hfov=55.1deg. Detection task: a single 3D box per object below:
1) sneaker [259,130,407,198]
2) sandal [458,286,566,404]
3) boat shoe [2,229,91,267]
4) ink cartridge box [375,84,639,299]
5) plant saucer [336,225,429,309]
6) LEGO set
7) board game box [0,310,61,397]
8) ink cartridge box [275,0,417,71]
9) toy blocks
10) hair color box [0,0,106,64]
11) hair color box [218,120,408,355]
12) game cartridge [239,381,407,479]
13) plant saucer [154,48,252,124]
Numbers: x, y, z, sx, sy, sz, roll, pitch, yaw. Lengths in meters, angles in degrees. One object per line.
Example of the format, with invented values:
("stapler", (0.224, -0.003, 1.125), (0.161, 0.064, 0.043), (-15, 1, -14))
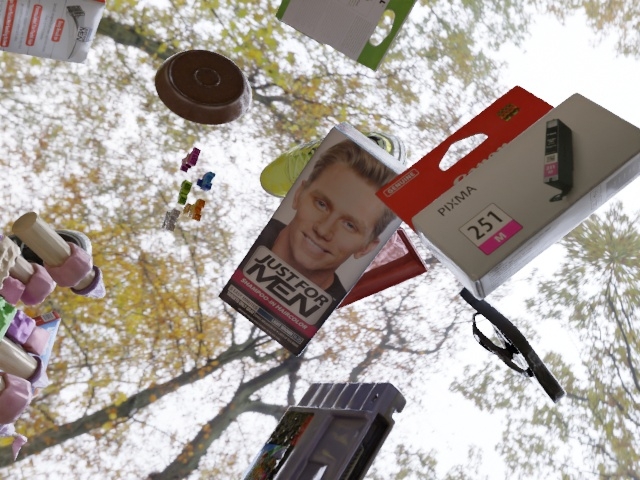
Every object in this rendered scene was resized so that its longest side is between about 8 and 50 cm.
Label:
("sneaker", (0.008, -0.198, 1.487), (0.384, 0.147, 0.145), (-13, -101, 25))
("sandal", (0.278, 0.165, 0.896), (0.054, 0.097, 0.254), (-40, -67, 4))
("boat shoe", (-0.747, 0.042, 1.543), (0.334, 0.119, 0.121), (-7, -90, 13))
("ink cartridge box", (0.231, -0.092, 0.790), (0.275, 0.060, 0.239), (-38, -129, -3))
("plant saucer", (0.097, 0.056, 1.408), (0.258, 0.258, 0.048), (-25, -121, 12))
("LEGO set", (-0.338, -0.110, 1.564), (0.093, 0.087, 0.228), (-11, -122, 53))
("board game box", (-0.642, 0.266, 1.283), (0.027, 0.145, 0.281), (46, -53, 21))
("ink cartridge box", (0.057, -0.517, 1.344), (0.255, 0.097, 0.189), (27, -63, -9))
("toy blocks", (-0.502, 0.145, 0.932), (0.308, 0.260, 0.289), (-5, -129, 21))
("hair color box", (-0.289, -0.219, 0.549), (0.093, 0.167, 0.054), (-37, -122, 50))
("hair color box", (0.000, 0.000, 0.996), (0.173, 0.105, 0.347), (36, -70, 2))
("game cartridge", (-0.040, 0.357, 0.893), (0.068, 0.355, 0.230), (50, -33, -19))
("plant saucer", (-0.197, -0.271, 1.051), (0.168, 0.168, 0.029), (54, -32, 17))
